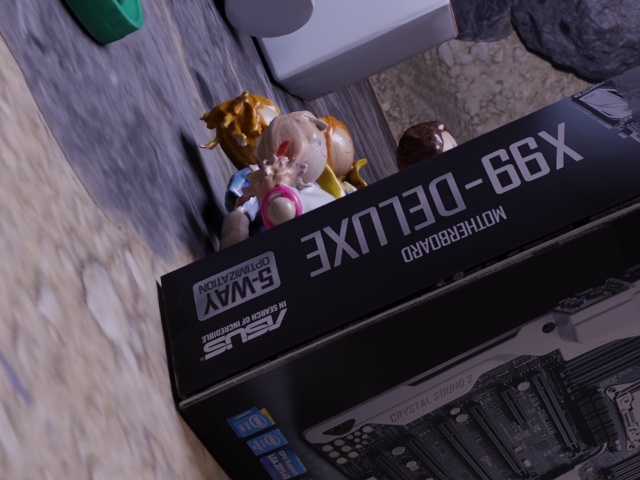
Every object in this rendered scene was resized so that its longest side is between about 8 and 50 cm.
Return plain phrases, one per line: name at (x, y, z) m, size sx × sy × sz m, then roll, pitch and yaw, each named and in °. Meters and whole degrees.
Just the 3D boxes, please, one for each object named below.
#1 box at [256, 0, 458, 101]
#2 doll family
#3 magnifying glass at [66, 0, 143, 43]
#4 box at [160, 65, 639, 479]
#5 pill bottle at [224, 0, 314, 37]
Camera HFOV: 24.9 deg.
box at (-0.019, -0.323, 1.332) m, size 0.215 × 0.168 × 0.345 m, roll -4°, pitch 71°, yaw -83°
doll family at (0.000, 0.000, 0.775) m, size 0.263 × 0.118 × 0.163 m, roll -5°, pitch 77°, yaw -64°
magnifying glass at (-0.134, -0.178, 0.606) m, size 0.092 × 0.026 × 0.231 m, roll -105°, pitch 171°, yaw -47°
box at (0.106, 0.087, 0.638) m, size 0.077 × 0.242 × 0.307 m, roll -106°, pitch 171°, yaw -47°
pill bottle at (-0.045, -0.247, 1.147) m, size 0.094 × 0.094 × 0.169 m, roll 56°, pitch 25°, yaw -56°
